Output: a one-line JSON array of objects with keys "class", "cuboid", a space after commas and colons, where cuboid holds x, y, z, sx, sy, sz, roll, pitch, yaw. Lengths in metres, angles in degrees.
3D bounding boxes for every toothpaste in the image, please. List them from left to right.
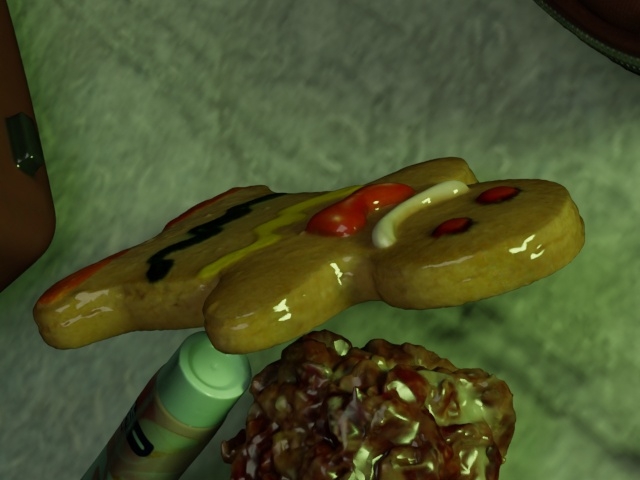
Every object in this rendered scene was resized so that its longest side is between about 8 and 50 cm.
[{"class": "toothpaste", "cuboid": [-0.089, 0.110, 0.771, 0.205, 0.036, 0.056, -53, 38, 43]}]

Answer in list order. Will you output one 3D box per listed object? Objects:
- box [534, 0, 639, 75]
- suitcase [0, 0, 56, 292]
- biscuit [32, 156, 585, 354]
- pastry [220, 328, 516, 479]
[{"class": "box", "cuboid": [0.142, -0.239, 0.719, 0.263, 0.108, 0.404, -45, 49, 15]}, {"class": "suitcase", "cuboid": [-0.287, -0.070, 0.965, 0.236, 0.161, 0.297, -36, 53, 22]}, {"class": "biscuit", "cuboid": [0.000, -0.001, 0.711, 0.250, 0.165, 0.036, -3, 112, 44]}, {"class": "pastry", "cuboid": [0.013, 0.138, 0.668, 0.115, 0.097, 0.208, -18, 57, 54]}]
